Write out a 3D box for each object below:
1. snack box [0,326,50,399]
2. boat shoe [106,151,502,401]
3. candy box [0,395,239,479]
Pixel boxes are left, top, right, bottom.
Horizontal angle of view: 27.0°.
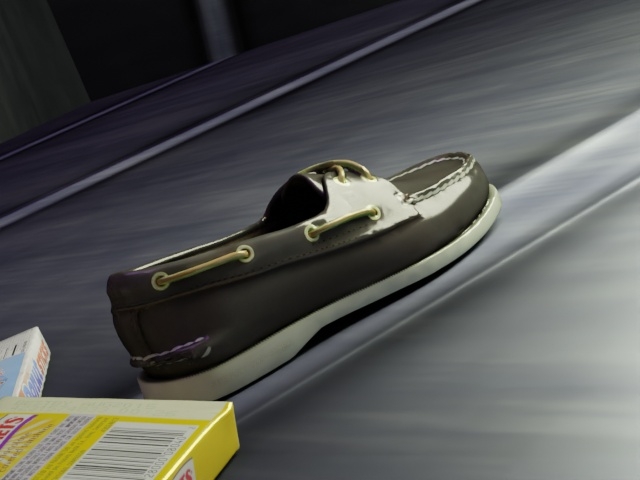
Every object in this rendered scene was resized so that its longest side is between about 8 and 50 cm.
[{"bbox_3d":[-0.181,0.086,0.708,0.064,0.022,0.178,-22,12,-4],"label":"snack box"},{"bbox_3d":[0.000,0.000,0.650,0.228,0.069,0.081,-31,15,-34],"label":"boat shoe"},{"bbox_3d":[-0.112,0.106,0.443,0.105,0.027,0.206,-3,18,21],"label":"candy box"}]
